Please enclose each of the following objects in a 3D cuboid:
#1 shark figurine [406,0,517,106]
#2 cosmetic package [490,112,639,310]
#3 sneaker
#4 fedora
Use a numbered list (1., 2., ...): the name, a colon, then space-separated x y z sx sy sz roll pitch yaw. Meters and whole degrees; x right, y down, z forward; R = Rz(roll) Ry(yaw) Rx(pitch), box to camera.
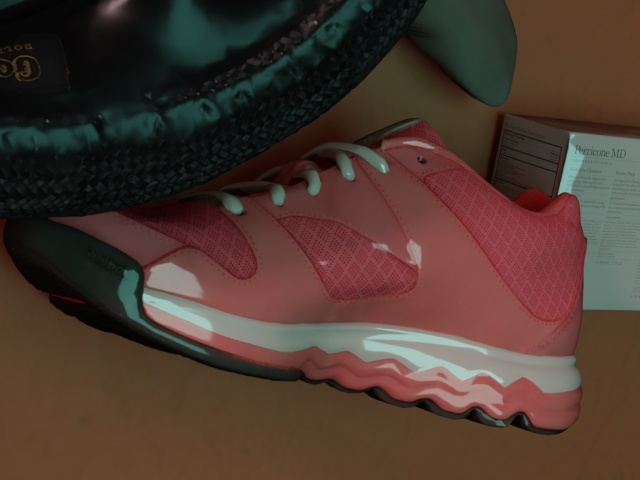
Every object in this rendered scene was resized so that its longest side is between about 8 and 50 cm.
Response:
1. shark figurine: 0.002 -0.126 0.761 0.278 0.116 0.166 -10 108 -35
2. cosmetic package: 0.200 -0.014 0.967 0.239 0.060 0.099 3 105 -36
3. sneaker: 0.000 0.000 0.797 0.313 0.116 0.136 15 87 -32
4. fedora: -0.106 -0.172 0.636 0.334 0.152 0.334 -9 110 -25
